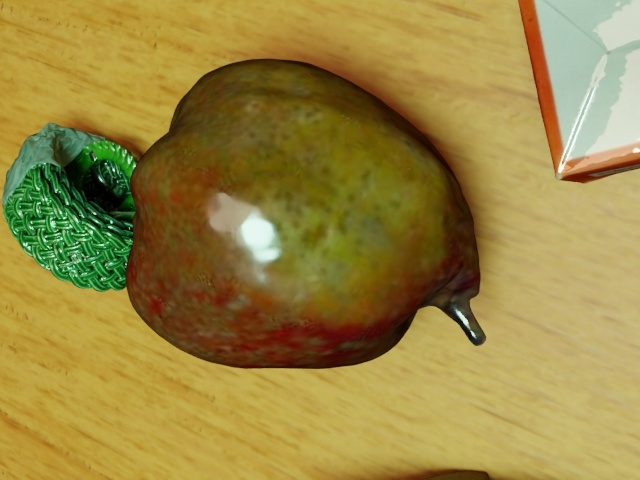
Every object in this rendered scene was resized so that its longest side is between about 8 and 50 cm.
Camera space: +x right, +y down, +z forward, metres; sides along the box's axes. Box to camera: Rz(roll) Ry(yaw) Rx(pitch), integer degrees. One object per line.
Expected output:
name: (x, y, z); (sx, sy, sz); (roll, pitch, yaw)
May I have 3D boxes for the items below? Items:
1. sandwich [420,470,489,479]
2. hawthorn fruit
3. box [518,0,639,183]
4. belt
sandwich: (0.093, 0.233, 0.610); (0.236, 0.128, 0.122); (5, 101, 25)
hawthorn fruit: (0.000, 0.000, 0.596); (0.248, 0.208, 0.208); (22, 105, 7)
box: (0.222, -0.116, 0.530); (0.182, 0.099, 0.133); (-15, 86, 27)
belt: (-0.181, -0.035, 0.707); (0.151, 0.121, 0.079); (49, 117, 32)
